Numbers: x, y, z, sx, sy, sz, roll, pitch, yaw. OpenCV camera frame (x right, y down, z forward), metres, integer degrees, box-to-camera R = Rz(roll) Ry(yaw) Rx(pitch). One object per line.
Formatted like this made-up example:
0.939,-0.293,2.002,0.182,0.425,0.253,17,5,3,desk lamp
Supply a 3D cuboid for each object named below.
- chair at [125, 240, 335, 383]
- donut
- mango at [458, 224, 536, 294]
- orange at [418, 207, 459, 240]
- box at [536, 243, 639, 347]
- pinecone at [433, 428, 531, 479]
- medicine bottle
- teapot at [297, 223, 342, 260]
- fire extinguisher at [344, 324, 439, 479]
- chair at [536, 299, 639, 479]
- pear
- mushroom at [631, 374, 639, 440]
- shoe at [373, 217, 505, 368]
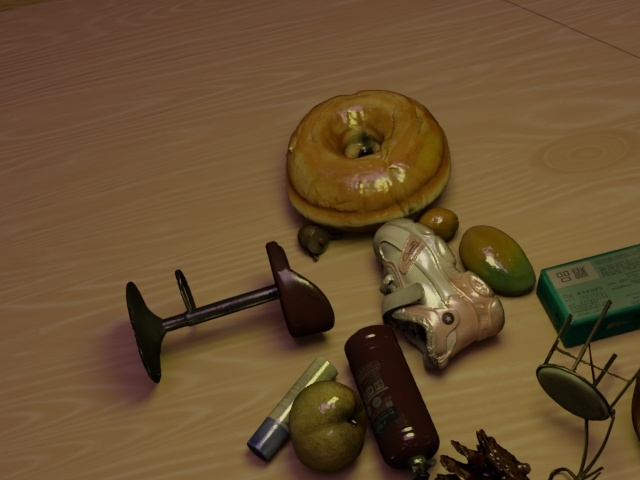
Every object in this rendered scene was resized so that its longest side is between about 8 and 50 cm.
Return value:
-0.187,0.141,1.516,0.400,0.227,0.227,-15,50,-5,chair
0.109,-0.203,1.758,0.448,0.198,0.449,-7,49,8,donut
0.394,0.045,1.586,0.194,0.092,0.130,38,63,22,mango
0.279,-0.037,1.670,0.095,0.085,0.085,-3,51,11,orange
0.600,0.114,1.489,0.244,0.092,0.153,-13,49,-3,box
0.277,0.437,1.216,0.207,0.208,0.208,-5,50,6,pinecone
-0.055,0.337,1.434,0.059,0.059,0.231,27,60,28,medicine bottle
0.000,0.000,1.714,0.110,0.085,0.080,-9,19,-35,teapot
0.142,0.333,1.371,0.114,0.135,0.337,7,40,-28,fire extinguisher
0.465,0.282,1.281,0.170,0.160,0.326,43,68,-1,chair
0.016,0.351,1.347,0.136,0.167,0.167,-13,48,23,pear
0.687,0.304,1.288,0.253,0.153,0.253,1,56,-1,mushroom
0.207,0.106,1.507,0.198,0.172,0.351,-35,54,-18,shoe
